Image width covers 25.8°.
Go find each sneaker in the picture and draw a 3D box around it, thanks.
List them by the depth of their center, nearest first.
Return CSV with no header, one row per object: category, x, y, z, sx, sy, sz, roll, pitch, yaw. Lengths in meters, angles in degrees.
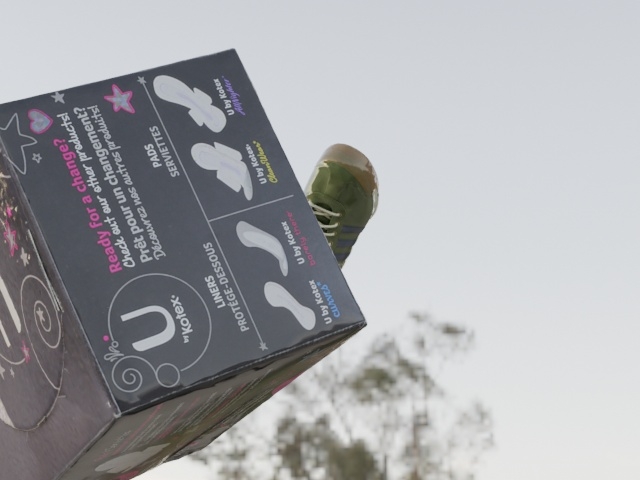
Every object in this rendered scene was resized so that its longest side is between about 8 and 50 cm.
sneaker,0.000,0.000,1.256,0.064,0.086,0.192,28,-32,7

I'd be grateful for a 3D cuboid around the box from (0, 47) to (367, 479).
box,-0.114,0.034,0.741,0.142,0.163,0.247,-19,-13,-32
